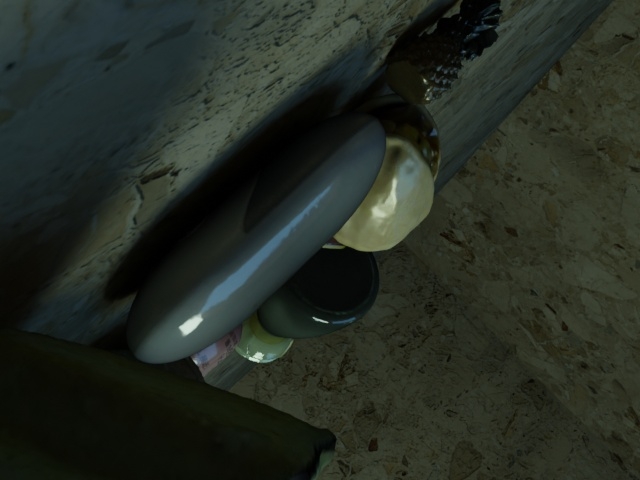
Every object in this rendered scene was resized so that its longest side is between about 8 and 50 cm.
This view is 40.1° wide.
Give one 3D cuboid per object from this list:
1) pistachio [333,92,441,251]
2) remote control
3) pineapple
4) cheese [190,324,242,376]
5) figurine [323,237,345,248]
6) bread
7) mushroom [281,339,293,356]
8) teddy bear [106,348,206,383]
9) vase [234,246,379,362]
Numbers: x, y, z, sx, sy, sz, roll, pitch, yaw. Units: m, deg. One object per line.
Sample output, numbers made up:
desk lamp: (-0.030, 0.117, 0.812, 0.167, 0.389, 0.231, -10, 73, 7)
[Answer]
pistachio: (0.066, -0.082, 1.042, 0.157, 0.157, 0.229, -41, 167, -30)
remote control: (-0.060, -0.004, 0.863, 0.332, 0.103, 0.221, -42, 180, -14)
pineapple: (0.140, -0.212, 0.945, 0.159, 0.074, 0.074, -44, 175, -26)
cheese: (-0.208, 0.176, 1.250, 0.286, 0.074, 0.189, -37, 171, -23)
figurine: (0.011, -0.040, 1.251, 0.098, 0.082, 0.154, -14, 153, -51)
bread: (-0.209, 0.191, 0.558, 0.395, 0.264, 0.239, -46, 166, -20)
mushroom: (-0.106, 0.172, 1.702, 0.148, 0.112, 0.148, -48, 168, -14)
teddy bear: (-0.204, 0.200, 1.039, 0.267, 0.151, 0.235, -179, -74, -78)
vase: (-0.045, 0.102, 1.449, 0.173, 0.173, 0.321, -40, 178, -33)
